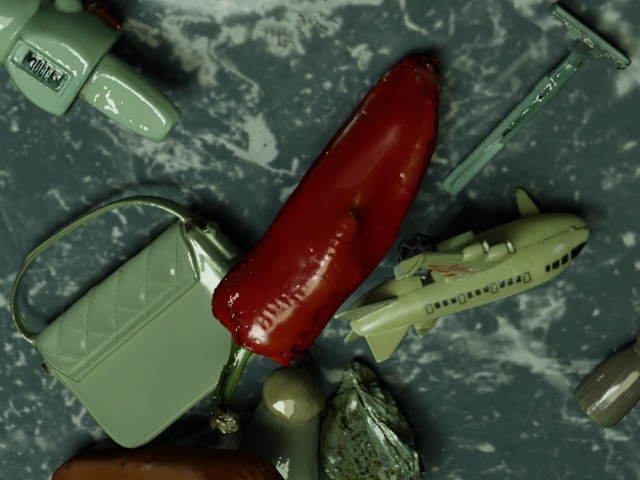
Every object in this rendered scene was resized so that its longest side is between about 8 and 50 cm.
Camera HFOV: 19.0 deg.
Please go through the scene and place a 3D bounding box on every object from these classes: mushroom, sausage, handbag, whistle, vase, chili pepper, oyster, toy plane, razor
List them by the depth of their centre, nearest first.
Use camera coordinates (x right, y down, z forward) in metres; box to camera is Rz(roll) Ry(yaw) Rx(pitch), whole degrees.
[{"bbox_3d":[-0.234,-0.173,1.700,0.253,0.105,0.102,34,152,-3],"label":"whistle"},{"bbox_3d":[0.177,-0.111,1.701,0.084,0.036,0.211,36,121,-10],"label":"razor"},{"bbox_3d":[0.000,0.000,1.721,0.110,0.110,0.387,34,100,-11],"label":"chili pepper"},{"bbox_3d":[0.127,0.029,1.742,0.244,0.229,0.092,-29,74,-3],"label":"toy plane"},{"bbox_3d":[0.291,0.128,1.820,0.053,0.053,0.100,34,117,-11],"label":"vase"},{"bbox_3d":[-0.176,0.064,1.858,0.256,0.079,0.219,-38,101,28],"label":"handbag"},{"bbox_3d":[-0.151,0.247,1.888,0.097,0.094,0.348,18,167,-37],"label":"sausage"},{"bbox_3d":[0.050,0.208,1.914,0.125,0.064,0.177,27,134,11],"label":"oyster"},{"bbox_3d":[-0.047,0.236,1.915,0.103,0.118,0.270,1,115,-11],"label":"mushroom"}]
